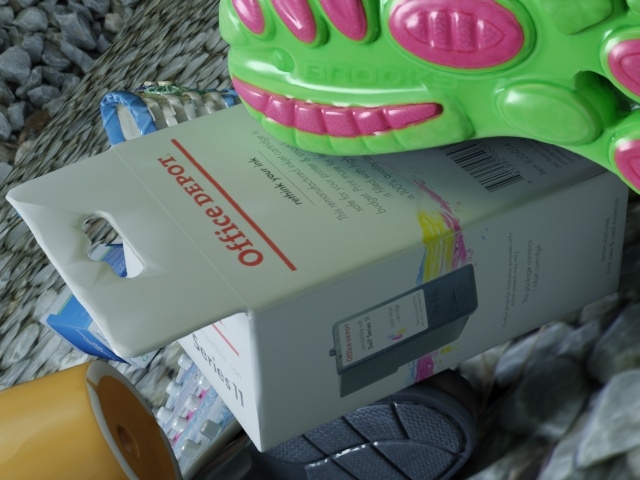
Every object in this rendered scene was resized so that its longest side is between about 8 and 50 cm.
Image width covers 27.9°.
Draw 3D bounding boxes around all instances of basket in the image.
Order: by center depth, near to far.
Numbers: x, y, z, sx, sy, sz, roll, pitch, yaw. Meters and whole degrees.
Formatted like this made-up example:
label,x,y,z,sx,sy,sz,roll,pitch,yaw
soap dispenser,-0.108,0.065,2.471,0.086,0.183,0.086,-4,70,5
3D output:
label,x,y,z,sx,sy,sz,roll,pitch,yaw
basket,-0.232,-0.088,1.611,0.289,0.201,0.255,-27,15,-20

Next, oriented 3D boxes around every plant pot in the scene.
label,x,y,z,sx,sy,sz,roll,pitch,yaw
plant pot,-0.209,0.186,0.928,0.188,0.205,0.205,-31,22,6

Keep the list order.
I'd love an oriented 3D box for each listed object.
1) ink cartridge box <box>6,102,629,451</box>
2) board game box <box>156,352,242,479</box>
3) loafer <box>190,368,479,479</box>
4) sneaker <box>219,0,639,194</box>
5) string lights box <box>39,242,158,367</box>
label,x,y,z,sx,sy,sz,roll,pitch,yaw
ink cartridge box,0.000,0.000,0.845,0.353,0.119,0.207,-21,41,-22
board game box,-0.067,0.043,1.197,0.390,0.050,0.390,-48,16,38
loafer,-0.003,0.147,0.933,0.302,0.109,0.095,-34,20,39
sneaker,0.172,-0.130,0.744,0.482,0.185,0.202,15,40,27
string lights box,-0.247,0.074,1.585,0.133,0.077,0.259,-54,21,-17
